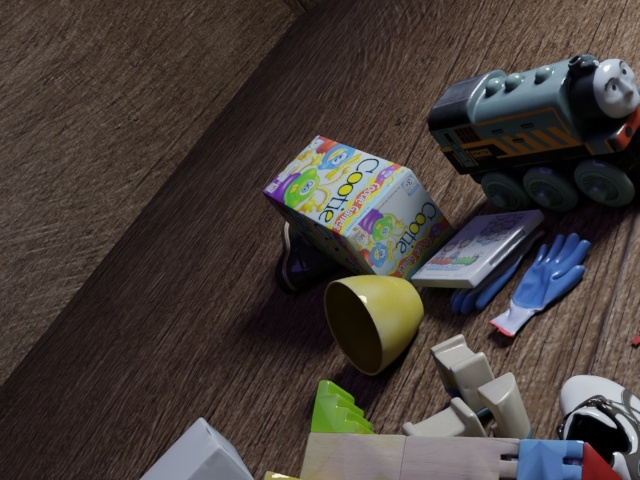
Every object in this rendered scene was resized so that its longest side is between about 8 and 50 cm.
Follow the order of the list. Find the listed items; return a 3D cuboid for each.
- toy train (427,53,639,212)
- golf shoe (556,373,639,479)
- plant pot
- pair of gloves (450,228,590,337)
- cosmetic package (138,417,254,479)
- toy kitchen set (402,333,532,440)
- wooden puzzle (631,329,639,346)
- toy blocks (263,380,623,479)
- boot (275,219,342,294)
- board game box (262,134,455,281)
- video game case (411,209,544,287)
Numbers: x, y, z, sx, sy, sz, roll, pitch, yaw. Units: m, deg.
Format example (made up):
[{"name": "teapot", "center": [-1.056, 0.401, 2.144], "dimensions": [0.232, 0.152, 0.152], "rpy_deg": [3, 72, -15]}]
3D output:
[{"name": "toy train", "center": [0.290, -0.140, 1.121], "dimensions": [0.142, 0.190, 0.334], "rpy_deg": [-52, 23, -21]}, {"name": "golf shoe", "center": [0.249, 0.162, 0.760], "dimensions": [0.077, 0.094, 0.198], "rpy_deg": [-40, 20, 11]}, {"name": "plant pot", "center": [0.081, 0.100, 1.154], "dimensions": [0.095, 0.134, 0.134], "rpy_deg": [-22, 12, -26]}, {"name": "pair of gloves", "center": [0.244, 0.044, 1.088], "dimensions": [0.159, 0.023, 0.198], "rpy_deg": [-45, 22, -7]}, {"name": "cosmetic package", "center": [-0.208, 0.369, 1.188], "dimensions": [0.231, 0.085, 0.117], "rpy_deg": [-44, 21, -7]}, {"name": "toy kitchen set", "center": [0.110, 0.217, 0.919], "dimensions": [0.207, 0.122, 0.166], "rpy_deg": [-25, 19, -8]}, {"name": "wooden puzzle", "center": [0.348, 0.078, 0.860], "dimensions": [0.083, 0.006, 0.049], "rpy_deg": [-48, 22, -12]}, {"name": "toy blocks", "center": [0.094, 0.300, 0.644], "dimensions": [0.260, 0.191, 0.382], "rpy_deg": [-6, 58, 32]}, {"name": "boot", "center": [0.000, 0.000, 1.550], "dimensions": [0.137, 0.077, 0.198], "rpy_deg": [-25, 40, 29]}, {"name": "board game box", "center": [0.053, -0.047, 1.362], "dimensions": [0.144, 0.142, 0.275], "rpy_deg": [-47, 33, -9]}, {"name": "video game case", "center": [0.209, 0.012, 1.167], "dimensions": [0.143, 0.019, 0.157], "rpy_deg": [-42, 13, -18]}]
